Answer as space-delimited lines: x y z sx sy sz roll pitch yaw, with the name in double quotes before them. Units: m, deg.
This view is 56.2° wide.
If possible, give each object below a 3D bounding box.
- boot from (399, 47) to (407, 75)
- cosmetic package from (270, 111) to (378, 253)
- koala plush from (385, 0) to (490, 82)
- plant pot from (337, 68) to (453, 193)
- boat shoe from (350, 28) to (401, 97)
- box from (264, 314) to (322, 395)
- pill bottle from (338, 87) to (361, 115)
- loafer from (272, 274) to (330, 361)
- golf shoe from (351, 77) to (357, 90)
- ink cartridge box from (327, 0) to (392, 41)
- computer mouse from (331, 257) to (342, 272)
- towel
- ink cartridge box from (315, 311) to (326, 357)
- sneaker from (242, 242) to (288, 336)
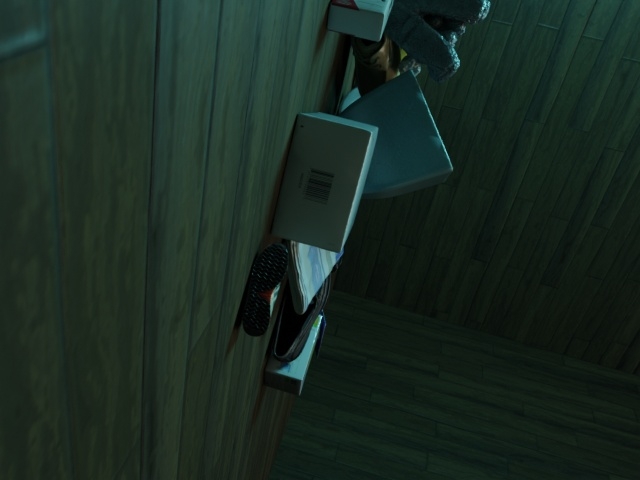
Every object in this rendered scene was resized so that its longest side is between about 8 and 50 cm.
"boot" 0.271 -0.594 1.896 0.104 0.295 0.211 12 96 -47
"cosmetic package" 0.015 -0.120 1.143 0.224 0.138 0.224 -62 167 -75
"koala plush" 0.241 -0.467 1.353 0.196 0.203 0.221 -61 175 5
"plant pot" 0.145 -0.218 1.445 0.248 0.252 0.247 7 60 -83
"boat shoe" 0.117 -0.465 1.414 0.110 0.122 0.341 -48 149 -38
"box" -0.074 0.300 1.641 0.114 0.103 0.203 98 8 -55
"pill bottle" 0.130 -0.327 1.716 0.272 0.152 0.152 49 57 -83
"loafer" -0.050 0.167 1.525 0.095 0.109 0.302 32 76 -80
"golf shoe" 0.135 -0.491 1.801 0.176 0.069 0.086 100 1 -56
"ink cartridge box" 0.077 -0.428 1.084 0.056 0.099 0.135 98 8 -50
"computer mouse" 0.037 -0.066 1.613 0.188 0.072 0.272 -140 -127 -59
"towel" -0.005 0.015 1.393 0.285 0.034 0.209 -52 141 -53
"ink cartridge box" -0.031 0.219 1.816 0.206 0.045 0.208 101 -18 -49
"sneaker" -0.099 0.082 1.020 0.075 0.057 0.161 164 -58 -76
